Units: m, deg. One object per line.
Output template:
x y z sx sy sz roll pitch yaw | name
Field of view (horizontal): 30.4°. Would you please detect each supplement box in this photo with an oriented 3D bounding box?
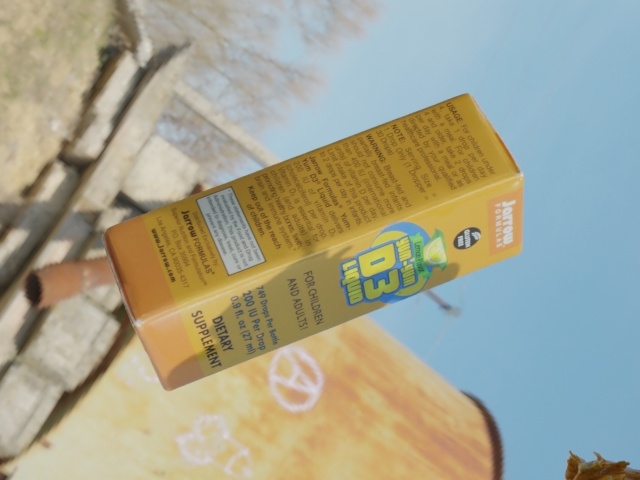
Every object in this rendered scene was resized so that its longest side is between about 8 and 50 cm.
0.000 0.000 0.684 0.233 0.078 0.080 -23 -129 -8 | supplement box

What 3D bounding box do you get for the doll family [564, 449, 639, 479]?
0.201 0.127 0.536 0.263 0.163 0.118 -146 -127 -87 | doll family
